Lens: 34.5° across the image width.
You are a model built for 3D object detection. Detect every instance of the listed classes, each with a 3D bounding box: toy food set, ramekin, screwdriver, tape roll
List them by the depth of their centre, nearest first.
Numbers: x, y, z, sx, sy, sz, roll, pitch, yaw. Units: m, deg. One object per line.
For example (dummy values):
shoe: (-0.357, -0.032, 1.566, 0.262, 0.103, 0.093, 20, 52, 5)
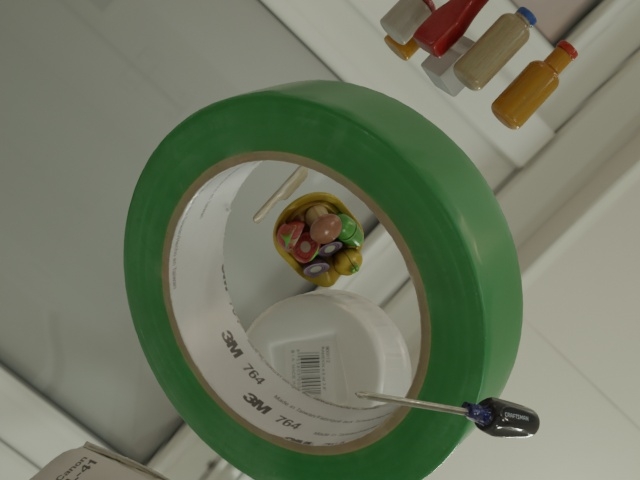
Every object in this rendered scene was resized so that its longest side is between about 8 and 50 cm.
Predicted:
screwdriver: (0.077, 0.094, 0.593, 0.024, 0.170, 0.025, 23, -91, 45)
tape roll: (-0.007, 0.041, 0.796, 0.321, 0.321, 0.077, -36, 176, 35)
toy food set: (0.162, -0.225, 1.129, 0.104, 0.111, 0.232, -46, -137, 0)
toy food set: (0.000, 0.000, 1.575, 0.128, 0.218, 0.071, -42, -138, 2)
ramekin: (-0.003, 0.212, 1.646, 0.277, 0.277, 0.135, -46, 163, 6)

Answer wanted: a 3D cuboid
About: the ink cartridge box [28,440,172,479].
ink cartridge box: (-0.155, 0.334, 0.706, 0.131, 0.306, 0.226, 9, -143, 42)
